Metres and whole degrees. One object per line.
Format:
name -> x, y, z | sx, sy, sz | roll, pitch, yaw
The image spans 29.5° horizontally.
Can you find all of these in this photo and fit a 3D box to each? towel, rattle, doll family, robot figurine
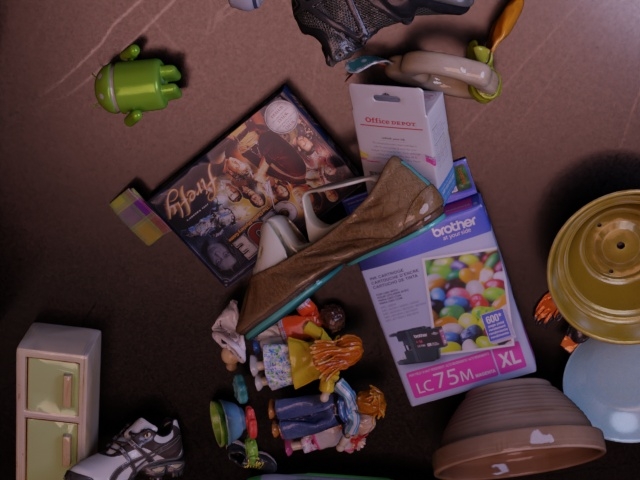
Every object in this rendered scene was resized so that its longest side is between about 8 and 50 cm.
towel -> -0.245, -0.032, 1.653 | 0.083, 0.009, 0.060 | 45, 133, -13
rattle -> 0.136, -0.252, 1.523 | 0.199, 0.130, 0.143 | 15, 103, 26
doll family -> 0.002, 0.208, 1.685 | 0.163, 0.118, 0.263 | -13, 110, 9
robot figurine -> -0.238, -0.198, 1.565 | 0.115, 0.067, 0.101 | -5, 84, 6

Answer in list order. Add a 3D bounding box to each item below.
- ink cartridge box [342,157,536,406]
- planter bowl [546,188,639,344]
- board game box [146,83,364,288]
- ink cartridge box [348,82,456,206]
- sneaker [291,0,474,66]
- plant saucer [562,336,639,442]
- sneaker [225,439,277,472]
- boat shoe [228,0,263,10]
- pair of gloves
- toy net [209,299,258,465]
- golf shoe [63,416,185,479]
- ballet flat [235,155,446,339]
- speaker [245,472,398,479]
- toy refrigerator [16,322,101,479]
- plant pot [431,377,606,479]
ink cartridge box -> 0.161, 0.062, 1.650 | 0.185, 0.065, 0.311 | -17, 108, 10
planter bowl -> 0.401, 0.021, 1.600 | 0.217, 0.090, 0.217 | 1, 112, 2
board game box -> -0.087, -0.069, 1.621 | 0.243, 0.042, 0.165 | -38, 105, 16
ink cartridge box -> 0.104, -0.132, 1.532 | 0.104, 0.062, 0.181 | 8, 131, 26
sneaker -> 0.073, -0.279, 1.506 | 0.227, 0.087, 0.130 | 7, 114, 4
plant saucer -> 0.433, 0.190, 1.694 | 0.194, 0.037, 0.195 | 1, 111, 3
sneaker -> -0.103, 0.324, 1.782 | 0.083, 0.035, 0.031 | 26, 112, -7
boat shoe -> -0.025, -0.450, 1.429 | 0.156, 0.136, 0.367 | 6, 102, -2
pair of gloves -> 0.335, 0.105, 1.662 | 0.083, 0.010, 0.074 | 42, 109, 18
toy net -> -0.125, 0.196, 1.687 | 0.045, 0.122, 0.232 | -9, 116, -14
golf shoe -> -0.279, 0.299, 1.726 | 0.077, 0.198, 0.094 | 10, 99, 40
ballet flat -> 0.000, 0.000, 1.558 | 0.342, 0.116, 0.124 | -33, 89, 29
speaker -> 0.035, 0.407, 1.760 | 0.296, 0.131, 0.131 | 4, 112, 2
toy refrigerator -> -0.377, 0.262, 1.744 | 0.102, 0.094, 0.270 | 7, 111, 1
plant pot -> 0.264, 0.255, 1.667 | 0.237, 0.237, 0.110 | -10, 69, 8
